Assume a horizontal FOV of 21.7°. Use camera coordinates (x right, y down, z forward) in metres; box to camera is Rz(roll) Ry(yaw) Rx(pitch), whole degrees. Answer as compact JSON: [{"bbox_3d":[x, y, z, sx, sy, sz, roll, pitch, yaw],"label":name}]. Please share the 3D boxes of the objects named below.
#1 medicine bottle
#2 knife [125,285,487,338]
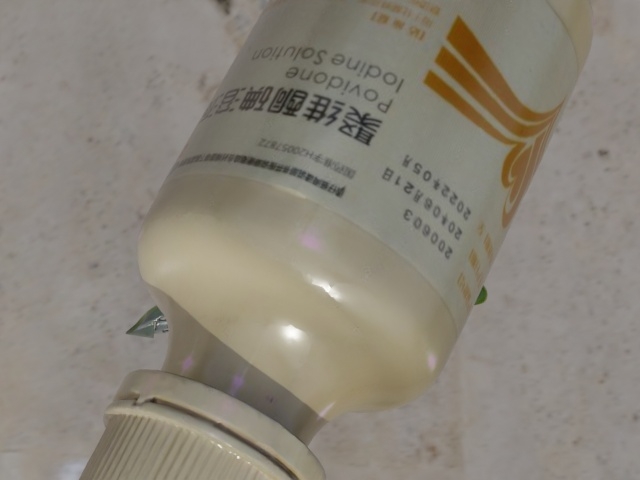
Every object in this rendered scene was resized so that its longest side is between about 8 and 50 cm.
[{"bbox_3d":[0.000,0.000,0.567,0.114,0.114,0.252,35,65,-16],"label":"medicine bottle"},{"bbox_3d":[-0.006,0.032,0.839,0.184,0.022,0.026,-4,112,-8],"label":"knife"}]
